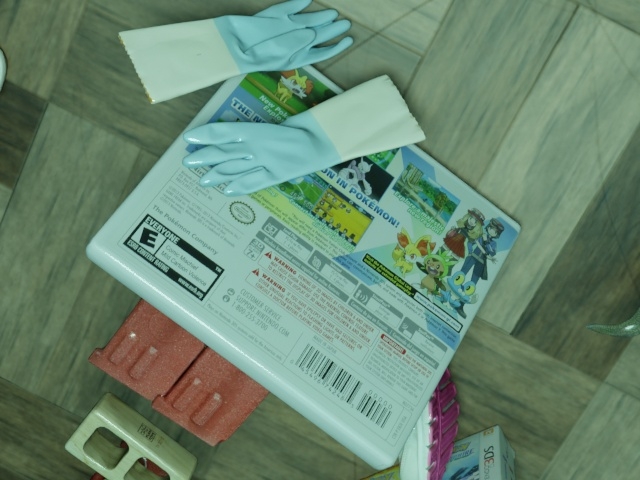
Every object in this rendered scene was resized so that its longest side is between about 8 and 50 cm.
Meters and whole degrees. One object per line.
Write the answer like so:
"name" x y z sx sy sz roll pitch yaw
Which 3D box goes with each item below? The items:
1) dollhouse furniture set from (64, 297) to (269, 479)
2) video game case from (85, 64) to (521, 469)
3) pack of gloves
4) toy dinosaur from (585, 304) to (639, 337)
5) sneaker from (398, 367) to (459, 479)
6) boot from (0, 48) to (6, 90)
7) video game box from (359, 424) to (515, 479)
"dollhouse furniture set" -0.180 0.168 1.059 0.152 0.201 0.374 38 115 -5
"video game case" 0.000 0.000 0.951 0.329 0.300 0.036 37 150 -4
"pack of gloves" -0.048 -0.133 0.945 0.195 0.232 0.046 61 153 22
"toy dinosaur" 0.416 0.030 0.987 0.314 0.121 0.160 -9 94 15
"sneaker" 0.071 0.140 1.052 0.111 0.103 0.252 -13 82 23
"boot" -0.410 -0.133 1.047 0.190 0.086 0.069 -41 98 17
"video game box" 0.106 0.286 1.055 0.205 0.187 0.048 -25 99 14
